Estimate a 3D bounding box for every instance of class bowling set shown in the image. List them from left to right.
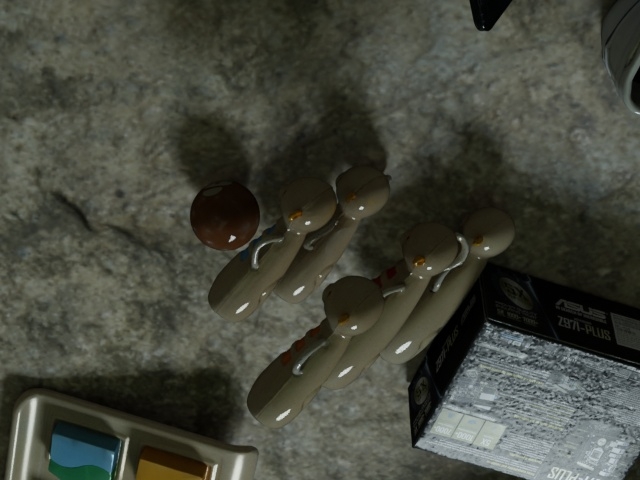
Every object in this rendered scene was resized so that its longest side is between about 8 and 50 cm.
[{"bbox_3d":[0.000,0.000,1.340,0.200,0.287,0.154,44,113,9],"label":"bowling set"}]

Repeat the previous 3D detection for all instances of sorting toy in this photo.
[{"bbox_3d":[-0.170,0.227,1.569,0.208,0.038,0.193,14,126,0],"label":"sorting toy"}]

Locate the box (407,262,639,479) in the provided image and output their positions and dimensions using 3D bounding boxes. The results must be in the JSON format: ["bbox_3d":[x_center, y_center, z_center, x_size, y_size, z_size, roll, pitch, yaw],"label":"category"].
[{"bbox_3d":[0.181,0.116,1.482,0.180,0.077,0.147,16,125,-12],"label":"box"}]

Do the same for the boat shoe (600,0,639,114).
[{"bbox_3d":[0.295,-0.190,1.250,0.096,0.088,0.267,36,119,-24],"label":"boat shoe"}]

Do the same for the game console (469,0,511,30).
[{"bbox_3d":[0.146,-0.215,1.243,0.071,0.107,0.122,8,131,29],"label":"game console"}]
